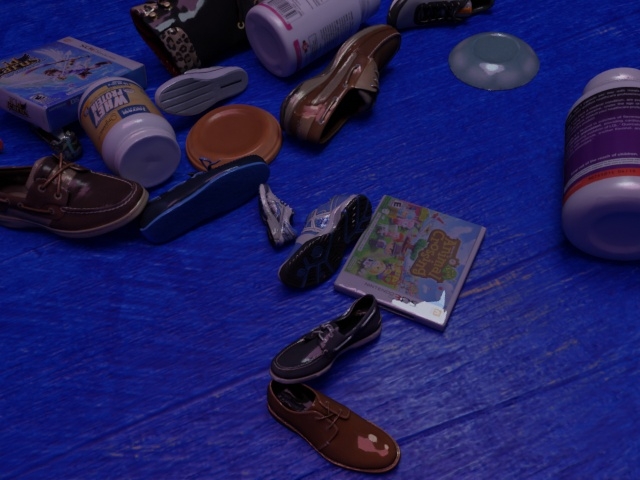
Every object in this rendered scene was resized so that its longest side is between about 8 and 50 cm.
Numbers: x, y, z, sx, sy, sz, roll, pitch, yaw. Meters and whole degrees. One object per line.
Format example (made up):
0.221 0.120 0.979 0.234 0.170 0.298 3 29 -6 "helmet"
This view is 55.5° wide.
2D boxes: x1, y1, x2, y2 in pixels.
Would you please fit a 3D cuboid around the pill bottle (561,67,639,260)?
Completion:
0.504 -0.138 1.019 0.181 0.182 0.323 9 56 12 "pill bottle"

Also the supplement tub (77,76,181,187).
-0.369 -0.209 1.179 0.144 0.144 0.200 -31 57 -16 "supplement tub"

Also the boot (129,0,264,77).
-0.290 -0.561 1.326 0.284 0.377 0.138 -41 30 -16 "boot"

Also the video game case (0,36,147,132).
-0.559 -0.345 1.306 0.244 0.061 0.269 23 42 22 "video game case"

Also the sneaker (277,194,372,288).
0.000 0.000 1.045 0.211 0.080 0.081 -45 37 -23 "sneaker"

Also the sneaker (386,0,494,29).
0.277 -0.544 1.395 0.271 0.100 0.108 -22 60 -11 "sneaker"

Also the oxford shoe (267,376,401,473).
0.012 0.255 0.845 0.212 0.076 0.076 22 57 18 "oxford shoe"

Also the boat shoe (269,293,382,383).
0.009 0.140 0.903 0.206 0.065 0.075 -24 38 -32 "boat shoe"

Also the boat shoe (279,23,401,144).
0.062 -0.306 1.236 0.120 0.123 0.324 38 73 22 "boat shoe"

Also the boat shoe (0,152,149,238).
-0.478 -0.091 1.093 0.341 0.123 0.123 5 52 19 "boat shoe"

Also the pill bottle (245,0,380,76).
-0.012 -0.497 1.347 0.283 0.160 0.160 -38 59 -21 "pill bottle"

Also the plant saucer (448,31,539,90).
0.377 -0.402 1.316 0.194 0.037 0.195 -2 53 3 "plant saucer"

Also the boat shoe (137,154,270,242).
-0.220 -0.098 1.110 0.258 0.109 0.089 -26 52 -16 "boat shoe"

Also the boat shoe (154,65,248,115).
-0.260 -0.318 1.285 0.075 0.083 0.226 25 36 38 "boat shoe"

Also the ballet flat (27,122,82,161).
-0.560 -0.236 1.269 0.188 0.070 0.070 36 64 27 "ballet flat"

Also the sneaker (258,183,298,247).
-0.077 -0.048 1.098 0.058 0.052 0.135 -12 60 -15 "sneaker"

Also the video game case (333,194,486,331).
0.154 0.030 1.028 0.193 0.023 0.212 20 58 19 "video game case"

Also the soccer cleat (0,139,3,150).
-0.720 -0.123 1.195 0.095 0.083 0.248 7 52 5 "soccer cleat"

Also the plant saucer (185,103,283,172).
-0.176 -0.209 1.228 0.199 0.037 0.200 -3 54 4 "plant saucer"
